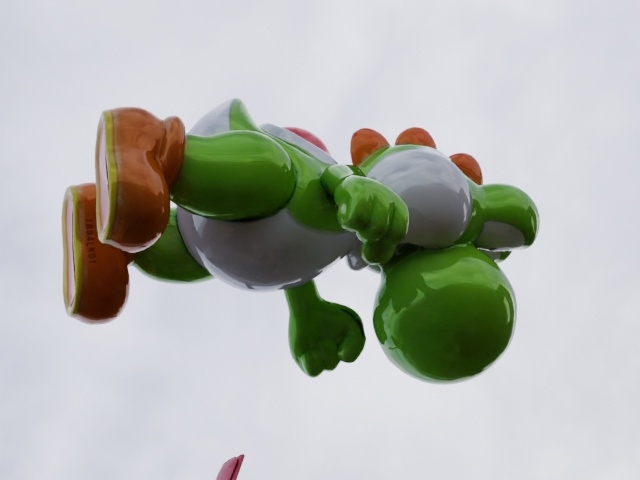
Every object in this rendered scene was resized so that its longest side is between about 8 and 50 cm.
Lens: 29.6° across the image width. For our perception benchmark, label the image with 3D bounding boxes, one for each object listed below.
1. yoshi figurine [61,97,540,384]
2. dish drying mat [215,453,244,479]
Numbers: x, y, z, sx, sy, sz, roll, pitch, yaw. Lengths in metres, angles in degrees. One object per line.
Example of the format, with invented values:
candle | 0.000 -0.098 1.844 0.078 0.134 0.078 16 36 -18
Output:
yoshi figurine | 0.008 0.020 0.873 0.362 0.203 0.203 3 -74 -25
dish drying mat | -0.087 0.219 1.033 0.008 0.083 0.032 41 -51 -18
